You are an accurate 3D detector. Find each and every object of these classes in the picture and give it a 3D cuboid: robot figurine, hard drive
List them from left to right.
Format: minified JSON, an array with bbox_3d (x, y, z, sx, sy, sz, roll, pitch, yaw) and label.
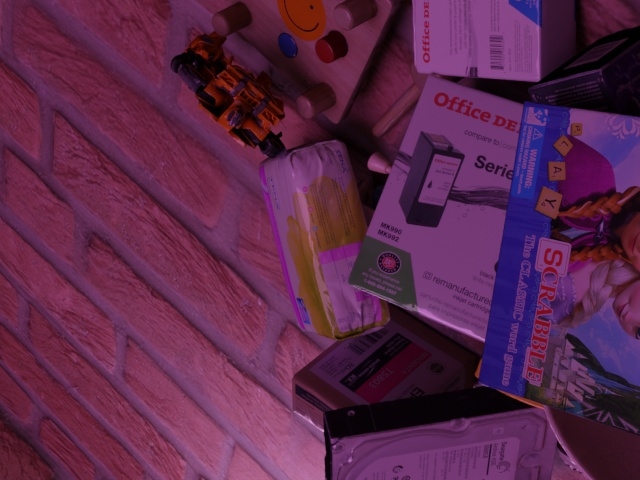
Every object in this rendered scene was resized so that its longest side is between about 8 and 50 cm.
[{"bbox_3d":[-0.128,-0.222,1.697,0.211,0.085,0.291,40,-171,-20],"label":"robot figurine"},{"bbox_3d":[0.176,0.322,1.689,0.064,0.339,0.237,-107,13,-49],"label":"hard drive"}]

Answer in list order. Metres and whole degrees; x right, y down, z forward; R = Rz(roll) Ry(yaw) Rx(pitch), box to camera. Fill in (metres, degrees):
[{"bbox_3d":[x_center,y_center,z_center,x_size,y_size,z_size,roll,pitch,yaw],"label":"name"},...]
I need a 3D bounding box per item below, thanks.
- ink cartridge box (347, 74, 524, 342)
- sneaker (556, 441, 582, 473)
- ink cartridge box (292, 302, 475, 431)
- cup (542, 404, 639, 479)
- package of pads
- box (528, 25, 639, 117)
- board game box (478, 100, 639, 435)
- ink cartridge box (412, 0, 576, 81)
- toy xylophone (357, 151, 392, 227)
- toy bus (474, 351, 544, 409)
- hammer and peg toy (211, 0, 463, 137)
[{"bbox_3d":[0.190,-0.039,1.454,0.211,0.121,0.289,22,93,25],"label":"ink cartridge box"},{"bbox_3d":[0.434,0.278,1.597,0.279,0.107,0.118,6,117,46],"label":"sneaker"},{"bbox_3d":[0.101,0.226,1.824,0.193,0.234,0.088,30,139,30],"label":"ink cartridge box"},{"bbox_3d":[0.457,0.153,1.351,0.331,0.237,0.331,29,137,31],"label":"cup"},{"bbox_3d":[0.000,0.000,1.764,0.229,0.101,0.297,179,76,-74],"label":"package of pads"},{"bbox_3d":[0.354,-0.121,1.322,0.108,0.153,0.207,-9,112,51],"label":"box"},{"bbox_3d":[0.331,0.034,1.174,0.318,0.066,0.319,14,100,40],"label":"board game box"},{"bbox_3d":[0.210,-0.271,1.405,0.190,0.082,0.140,13,113,45],"label":"ink cartridge box"},{"bbox_3d":[0.165,-0.006,1.694,0.322,0.081,0.236,34,140,27],"label":"toy xylophone"},{"bbox_3d":[0.328,0.116,1.547,0.149,0.220,0.211,21,100,31],"label":"toy bus"},{"bbox_3d":[0.014,-0.283,1.605,0.361,0.127,0.266,46,144,13],"label":"hammer and peg toy"}]
